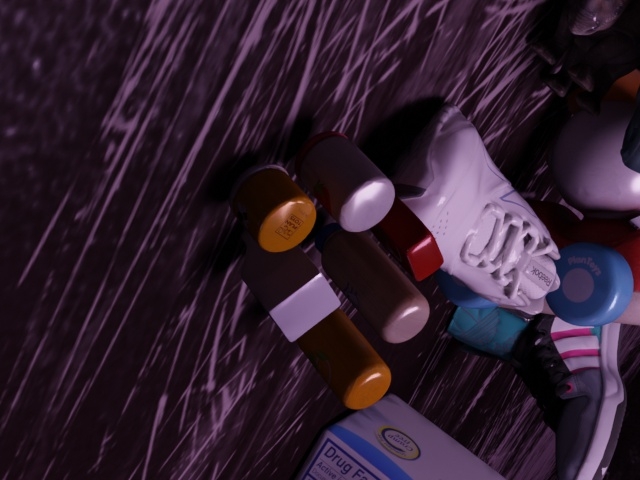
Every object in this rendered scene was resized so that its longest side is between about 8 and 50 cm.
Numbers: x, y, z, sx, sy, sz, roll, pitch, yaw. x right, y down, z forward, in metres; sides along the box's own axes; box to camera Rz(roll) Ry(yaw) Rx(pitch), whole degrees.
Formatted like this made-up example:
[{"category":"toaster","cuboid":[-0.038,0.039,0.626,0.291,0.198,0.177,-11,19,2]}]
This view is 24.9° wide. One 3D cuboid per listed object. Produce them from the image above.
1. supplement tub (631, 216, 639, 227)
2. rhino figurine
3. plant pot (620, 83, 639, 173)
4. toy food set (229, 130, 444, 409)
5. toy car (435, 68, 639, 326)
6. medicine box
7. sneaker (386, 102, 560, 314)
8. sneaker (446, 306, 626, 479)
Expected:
[{"category":"supplement tub","cuboid":[0.438,-0.119,1.584,0.272,0.191,0.191,-29,150,-52]},{"category":"rhino figurine","cuboid":[0.219,-0.172,1.120,0.106,0.073,0.243,-50,167,2]},{"category":"plant pot","cuboid":[0.433,-0.118,1.117,0.341,0.334,0.341,22,90,-85]},{"category":"toy food set","cuboid":[0.000,0.000,0.918,0.111,0.104,0.232,-38,143,-4]},{"category":"toy car","cuboid":[0.246,-0.045,1.338,0.219,0.210,0.238,7,91,-55]},{"category":"medicine box","cuboid":[0.072,0.348,1.420,0.289,0.263,0.149,-60,162,22]},{"category":"sneaker","cuboid":[0.122,-0.014,1.089,0.111,0.129,0.297,-53,161,5]},{"category":"sneaker","cuboid":[0.218,0.120,1.498,0.296,0.178,0.124,-77,-175,-47]}]
